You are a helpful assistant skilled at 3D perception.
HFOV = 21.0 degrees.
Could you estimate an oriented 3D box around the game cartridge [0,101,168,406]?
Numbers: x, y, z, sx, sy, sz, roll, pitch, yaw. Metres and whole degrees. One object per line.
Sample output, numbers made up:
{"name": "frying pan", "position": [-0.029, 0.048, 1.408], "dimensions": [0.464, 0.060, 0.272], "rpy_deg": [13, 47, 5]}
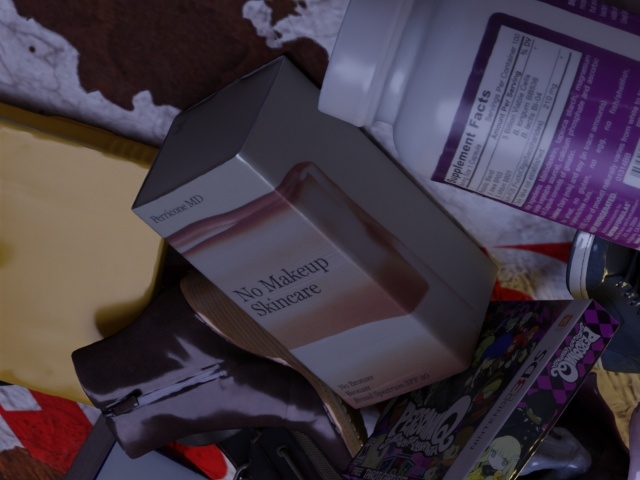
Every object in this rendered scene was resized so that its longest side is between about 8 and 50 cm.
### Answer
{"name": "game cartridge", "position": [-0.308, 0.001, 1.644], "dimensions": [0.323, 0.053, 0.285], "rpy_deg": [16, 119, 1]}

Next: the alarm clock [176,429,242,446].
{"name": "alarm clock", "position": [-0.093, 0.133, 1.708], "dimensions": [0.192, 0.129, 0.064], "rpy_deg": [-15, 127, 22]}

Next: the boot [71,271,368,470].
{"name": "boot", "position": [-0.089, 0.152, 1.627], "dimensions": [0.207, 0.090, 0.248], "rpy_deg": [-31, 103, 9]}

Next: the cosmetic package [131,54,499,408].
{"name": "cosmetic package", "position": [0.000, 0.000, 1.519], "dimensions": [0.296, 0.129, 0.153], "rpy_deg": [42, 136, -23]}

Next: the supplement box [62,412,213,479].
{"name": "supplement box", "position": [-0.201, 0.263, 1.827], "dimensions": [0.111, 0.114, 0.220], "rpy_deg": [30, 173, -12]}

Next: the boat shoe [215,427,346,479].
{"name": "boat shoe", "position": [-0.028, 0.243, 1.703], "dimensions": [0.355, 0.130, 0.132], "rpy_deg": [33, 144, 36]}

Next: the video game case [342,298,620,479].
{"name": "video game case", "position": [0.133, 0.142, 1.493], "dimensions": [0.042, 0.210, 0.232], "rpy_deg": [42, 165, -14]}

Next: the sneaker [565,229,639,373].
{"name": "sneaker", "position": [0.299, 0.049, 1.470], "dimensions": [0.163, 0.086, 0.226], "rpy_deg": [14, 150, 24]}

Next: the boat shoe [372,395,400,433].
{"name": "boat shoe", "position": [0.122, 0.247, 1.731], "dimensions": [0.110, 0.104, 0.307], "rpy_deg": [-24, 147, -12]}

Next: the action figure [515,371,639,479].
{"name": "action figure", "position": [0.282, 0.272, 1.627], "dimensions": [0.275, 0.248, 0.370], "rpy_deg": [-18, 119, 35]}

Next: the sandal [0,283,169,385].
{"name": "sandal", "position": [-0.277, 0.080, 1.752], "dimensions": [0.302, 0.086, 0.120], "rpy_deg": [1, 117, 12]}

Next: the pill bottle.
{"name": "pill bottle", "position": [0.158, -0.109, 1.303], "dimensions": [0.301, 0.169, 0.169], "rpy_deg": [19, 140, 2]}
